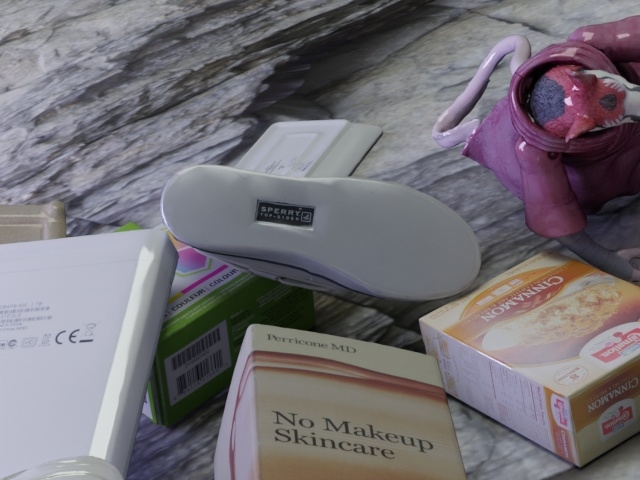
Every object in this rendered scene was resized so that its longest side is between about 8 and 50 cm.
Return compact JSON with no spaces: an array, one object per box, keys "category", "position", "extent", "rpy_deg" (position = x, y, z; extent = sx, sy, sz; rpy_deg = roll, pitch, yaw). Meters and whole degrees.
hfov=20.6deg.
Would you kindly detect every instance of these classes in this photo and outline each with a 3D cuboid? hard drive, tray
[{"category":"hard drive","position":[-0.254,0.147,1.381],"extent":[0.233,0.047,0.353],"rpy_deg":[-5,48,18]},{"category":"tray","position":[-0.046,-0.066,1.849],"extent":[0.145,0.030,0.270],"rpy_deg":[0,30,25]}]

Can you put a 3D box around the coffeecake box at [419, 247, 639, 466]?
[{"category":"coffeecake box","position":[0.192,0.087,1.385],"extent":[0.142,0.068,0.185],"rpy_deg":[-26,29,-25]}]

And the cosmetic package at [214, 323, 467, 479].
[{"category":"cosmetic package","position":[0.013,0.188,1.157],"extent":[0.153,0.129,0.296],"rpy_deg":[9,25,-10]}]

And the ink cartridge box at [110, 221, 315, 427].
[{"category":"ink cartridge box","position":[-0.160,0.035,1.577],"extent":[0.255,0.097,0.189],"rpy_deg":[28,46,36]}]

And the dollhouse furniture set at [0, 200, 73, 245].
[{"category":"dollhouse furniture set","position":[-0.391,0.074,1.711],"extent":[0.302,0.151,0.197],"rpy_deg":[0,46,-10]}]

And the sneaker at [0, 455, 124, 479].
[{"category":"sneaker","position":[-0.238,0.214,1.215],"extent":[0.212,0.080,0.094],"rpy_deg":[-18,32,4]}]

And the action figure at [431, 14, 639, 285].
[{"category":"action figure","position":[0.227,-0.127,1.492],"extent":[0.276,0.248,0.370],"rpy_deg":[35,7,15]}]

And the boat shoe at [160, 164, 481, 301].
[{"category":"boat shoe","position":[0.000,0.000,1.469],"extent":[0.268,0.096,0.088],"rpy_deg":[7,-12,3]}]
